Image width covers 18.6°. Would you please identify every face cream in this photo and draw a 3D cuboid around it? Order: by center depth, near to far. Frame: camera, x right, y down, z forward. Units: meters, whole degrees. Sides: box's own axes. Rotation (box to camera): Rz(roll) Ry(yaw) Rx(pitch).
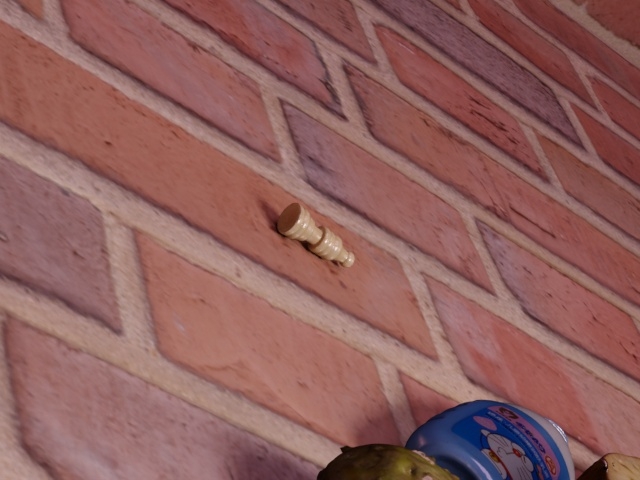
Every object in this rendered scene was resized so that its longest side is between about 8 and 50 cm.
[{"bbox_3d":[0.165,0.213,1.793,0.149,0.083,0.264,53,21,11],"label":"face cream"}]

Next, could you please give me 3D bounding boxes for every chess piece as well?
[{"bbox_3d":[0.000,0.000,1.955,0.092,0.035,0.035,36,22,-33],"label":"chess piece"}]

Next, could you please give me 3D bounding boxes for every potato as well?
[{"bbox_3d":[0.094,0.252,1.555,0.251,0.113,0.149,43,11,-31],"label":"potato"}]

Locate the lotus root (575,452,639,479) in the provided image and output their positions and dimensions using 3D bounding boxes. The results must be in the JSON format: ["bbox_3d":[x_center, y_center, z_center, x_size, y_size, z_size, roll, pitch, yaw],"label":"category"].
[{"bbox_3d":[0.327,0.293,1.965,0.261,0.074,0.170,12,38,-53],"label":"lotus root"}]
